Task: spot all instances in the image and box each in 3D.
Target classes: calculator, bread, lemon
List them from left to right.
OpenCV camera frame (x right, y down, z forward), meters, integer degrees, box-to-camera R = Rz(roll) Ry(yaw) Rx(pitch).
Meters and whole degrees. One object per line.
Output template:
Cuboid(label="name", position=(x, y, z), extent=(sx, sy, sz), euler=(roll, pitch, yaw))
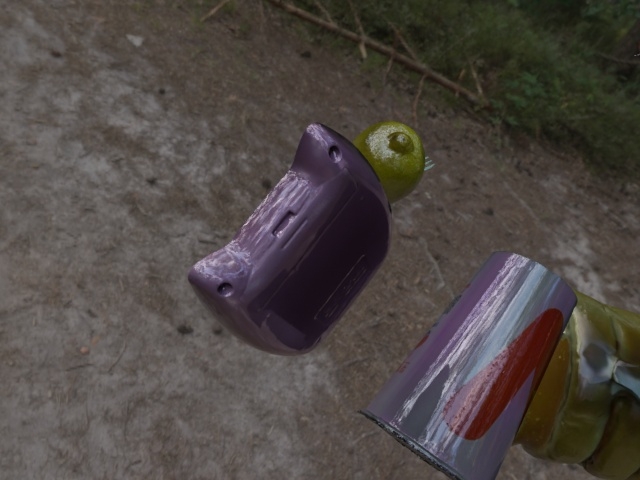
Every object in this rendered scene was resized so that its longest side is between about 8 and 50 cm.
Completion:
Cuboid(label="calculator", position=(-0.001, 0.026, 0.554), extent=(0.043, 0.294, 0.194), euler=(35, 83, 24))
Cuboid(label="lemon", position=(0.140, -0.169, 1.357), extent=(0.184, 0.248, 0.184), euler=(10, 66, -23))
Cuboid(label="bread", position=(0.504, 0.259, 1.006), extent=(0.341, 0.210, 0.300), euler=(23, 79, -5))

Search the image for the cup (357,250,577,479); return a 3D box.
Cuboid(label="cup", position=(0.211, 0.168, 0.793), extent=(0.203, 0.203, 0.288), euler=(33, 77, 9))

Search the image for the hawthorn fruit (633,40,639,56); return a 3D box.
Cuboid(label="hawthorn fruit", position=(0.599, -0.343, 1.041), extent=(0.077, 0.077, 0.077), euler=(14, 43, -13))

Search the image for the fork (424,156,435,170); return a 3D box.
Cuboid(label="fork", position=(0.224, -0.192, 1.594), extent=(0.235, 0.021, 0.039), euler=(-18, 61, -41))
